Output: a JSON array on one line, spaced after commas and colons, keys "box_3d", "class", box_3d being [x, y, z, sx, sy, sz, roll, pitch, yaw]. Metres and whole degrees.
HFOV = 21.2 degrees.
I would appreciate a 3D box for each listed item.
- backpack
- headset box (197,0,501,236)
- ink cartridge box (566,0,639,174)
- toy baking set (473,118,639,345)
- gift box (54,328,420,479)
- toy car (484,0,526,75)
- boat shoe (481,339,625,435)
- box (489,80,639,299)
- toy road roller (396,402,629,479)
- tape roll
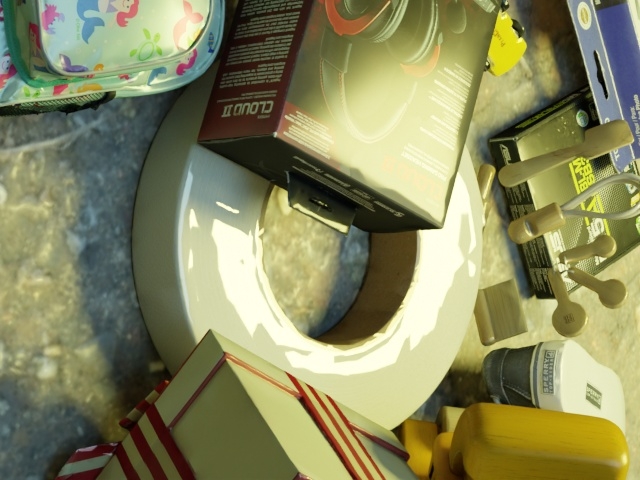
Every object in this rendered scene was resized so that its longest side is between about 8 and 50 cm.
[{"box_3d": [-0.190, -0.215, 1.369, 0.253, 0.191, 0.225, -8, 95, -47], "class": "backpack"}, {"box_3d": [0.031, -0.152, 1.512, 0.218, 0.110, 0.293, 28, 71, -38], "class": "headset box"}, {"box_3d": [0.357, -0.212, 1.903, 0.224, 0.045, 0.223, -39, 116, -52], "class": "ink cartridge box"}, {"box_3d": [0.229, -0.007, 1.742, 0.030, 0.197, 0.256, 49, 51, -62], "class": "toy baking set"}, {"box_3d": [-0.067, 0.256, 1.416, 0.276, 0.258, 0.255, -47, 123, 7], "class": "gift box"}, {"box_3d": [0.111, -0.258, 1.695, 0.225, 0.053, 0.239, -20, 127, -27], "class": "toy car"}, {"box_3d": [0.249, 0.179, 1.813, 0.301, 0.102, 0.108, 38, 56, -59], "class": "boat shoe"}, {"box_3d": [0.279, -0.057, 1.872, 0.184, 0.045, 0.190, -30, 109, -41], "class": "box"}, {"box_3d": [0.181, 0.226, 1.553, 0.203, 0.329, 0.240, 8, 120, -3], "class": "toy road roller"}, {"box_3d": [0.000, 0.000, 1.607, 0.392, 0.072, 0.392, 0, 90, -41], "class": "tape roll"}]
